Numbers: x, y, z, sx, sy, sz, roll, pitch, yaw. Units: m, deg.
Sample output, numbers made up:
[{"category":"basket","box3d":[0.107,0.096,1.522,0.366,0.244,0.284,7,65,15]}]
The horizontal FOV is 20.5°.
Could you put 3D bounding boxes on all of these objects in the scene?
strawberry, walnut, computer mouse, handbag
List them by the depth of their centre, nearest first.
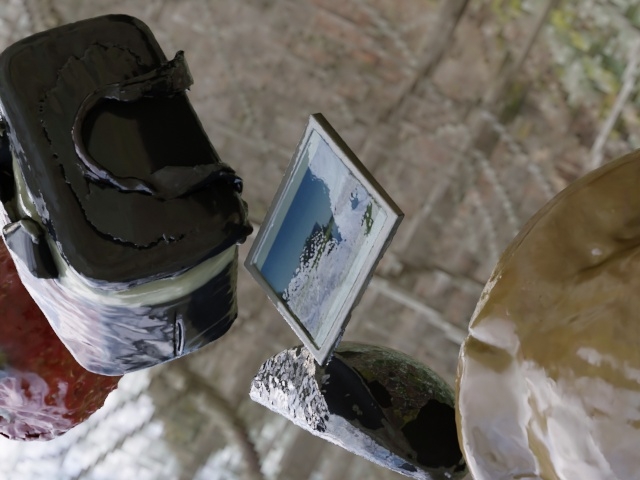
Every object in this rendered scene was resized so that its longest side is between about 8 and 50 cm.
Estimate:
[{"category":"walnut","box3d":[0.308,0.106,1.292,0.383,0.383,0.383,25,-169,-5]},{"category":"handbag","box3d":[-0.167,-0.038,1.370,0.181,0.181,0.254,-19,-119,-16]},{"category":"computer mouse","box3d":[0.042,0.127,1.417,0.137,0.086,0.269,24,176,-20]},{"category":"strawberry","box3d":[-0.315,0.096,2.046,0.277,0.257,0.257,-28,-135,-31]}]

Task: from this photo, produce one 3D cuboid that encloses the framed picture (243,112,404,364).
[{"category":"framed picture","box3d":[0.000,0.000,1.254,0.011,0.149,0.109,-11,-130,-39]}]
